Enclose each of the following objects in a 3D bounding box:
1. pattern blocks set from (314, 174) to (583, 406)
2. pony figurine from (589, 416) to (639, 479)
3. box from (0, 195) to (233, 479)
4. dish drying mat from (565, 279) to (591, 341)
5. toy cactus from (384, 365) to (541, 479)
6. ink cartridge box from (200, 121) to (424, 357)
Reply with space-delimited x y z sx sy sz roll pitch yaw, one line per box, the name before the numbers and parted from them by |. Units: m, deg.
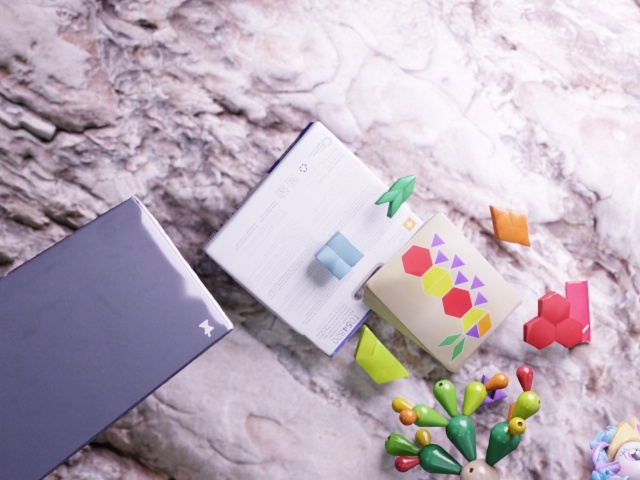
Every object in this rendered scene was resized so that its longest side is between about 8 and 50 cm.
pattern blocks set | 0.162 0.072 1.171 0.285 0.026 0.325 -36 103 0
pony figurine | 0.367 0.405 1.077 0.302 0.363 0.351 28 102 -10
box | -0.316 0.152 0.957 0.343 0.312 0.179 -38 92 -34
dish drying mat | 0.348 0.096 1.218 0.032 0.008 0.083 -2 89 -3
toy cactus | 0.186 0.260 1.126 0.218 0.112 0.181 -23 79 15
ink cartridge box | 0.000 0.000 1.169 0.224 0.045 0.223 43 86 -14
